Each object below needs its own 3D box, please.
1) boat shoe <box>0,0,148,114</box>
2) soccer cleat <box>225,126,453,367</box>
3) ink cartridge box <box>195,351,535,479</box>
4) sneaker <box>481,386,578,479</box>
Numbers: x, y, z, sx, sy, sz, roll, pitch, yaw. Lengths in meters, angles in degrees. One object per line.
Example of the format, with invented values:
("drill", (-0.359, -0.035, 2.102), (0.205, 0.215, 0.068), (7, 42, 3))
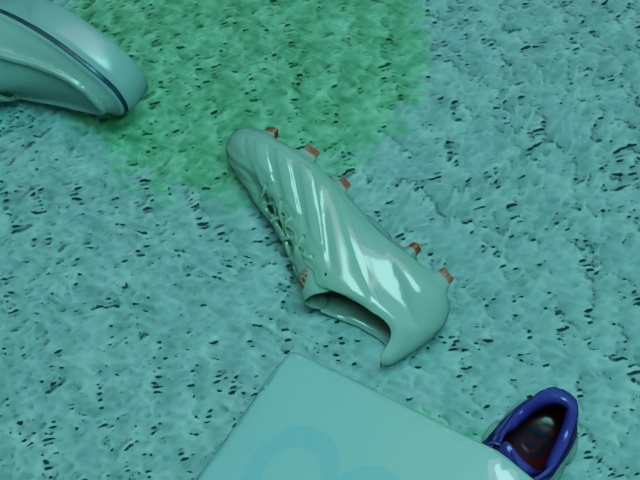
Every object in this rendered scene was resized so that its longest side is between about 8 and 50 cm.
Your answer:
("boat shoe", (-0.250, -0.131, 0.963), (0.268, 0.096, 0.088), (24, 70, 12))
("soccer cleat", (0.000, 0.000, 0.916), (0.196, 0.068, 0.076), (41, 74, 15))
("ink cartridge box", (0.058, 0.263, 0.680), (0.385, 0.091, 0.308), (23, 63, 29))
("sneaker", (0.098, 0.152, 0.837), (0.068, 0.071, 0.170), (33, 69, 15))
